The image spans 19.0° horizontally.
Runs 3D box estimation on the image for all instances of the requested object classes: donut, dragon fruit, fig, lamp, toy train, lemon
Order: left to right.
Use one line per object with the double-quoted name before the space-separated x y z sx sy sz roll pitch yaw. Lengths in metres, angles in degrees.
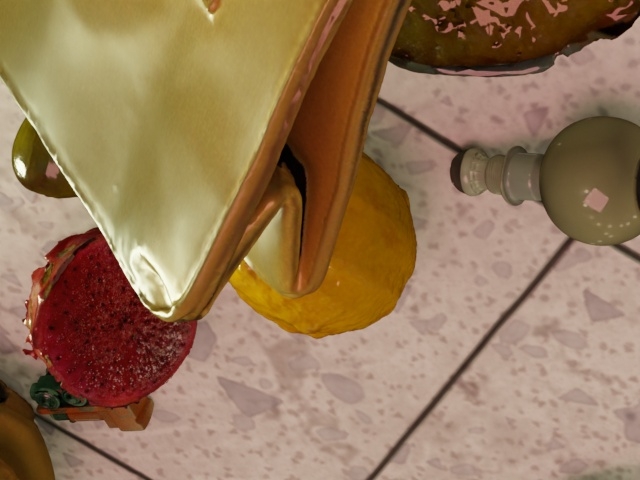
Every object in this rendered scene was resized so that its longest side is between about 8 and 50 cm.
"fig" -0.200 -0.075 1.472 0.074 0.074 0.088 13 109 10
"toy train" -0.201 0.136 1.660 0.103 0.044 0.064 -5 136 24
"dragon fruit" -0.183 0.048 1.550 0.111 0.153 0.153 20 142 51
"lemon" 0.000 0.000 1.408 0.142 0.142 0.187 -18 136 31
"donut" 0.100 -0.232 1.215 0.272 0.107 0.272 8 132 9
"lamp" 0.162 -0.045 1.357 0.163 0.091 0.091 6 131 35

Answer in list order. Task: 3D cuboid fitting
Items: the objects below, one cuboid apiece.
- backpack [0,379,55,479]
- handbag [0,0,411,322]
"backpack" -0.428 0.229 1.714 0.378 0.201 0.354 20 132 7
"handbag" -0.091 -0.170 1.177 0.133 0.401 0.283 -9 136 -30
